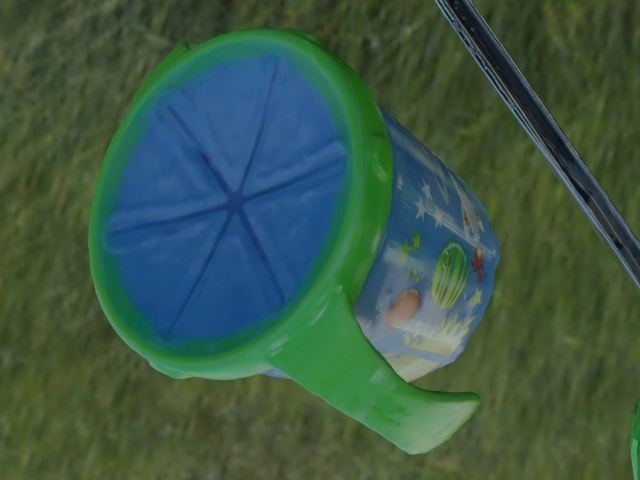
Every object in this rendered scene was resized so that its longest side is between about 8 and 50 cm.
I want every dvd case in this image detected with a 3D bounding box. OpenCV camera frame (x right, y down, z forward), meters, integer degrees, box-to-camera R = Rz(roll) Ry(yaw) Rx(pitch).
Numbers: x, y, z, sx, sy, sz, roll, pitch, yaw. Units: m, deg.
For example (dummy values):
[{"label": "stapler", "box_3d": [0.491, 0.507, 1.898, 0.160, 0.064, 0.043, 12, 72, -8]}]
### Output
[{"label": "dvd case", "box_3d": [0.126, -0.042, 0.937, 0.221, 0.018, 0.164, 56, -172, 2]}]

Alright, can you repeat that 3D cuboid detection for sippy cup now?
[{"label": "sippy cup", "box_3d": [0.000, 0.000, 1.237, 0.240, 0.305, 0.224, -10, 158, 36]}]

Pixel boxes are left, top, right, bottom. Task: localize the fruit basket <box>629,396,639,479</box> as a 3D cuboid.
[{"label": "fruit basket", "box_3d": [0.309, 0.250, 1.070, 0.283, 0.392, 0.392, -5, 152, 24]}]
